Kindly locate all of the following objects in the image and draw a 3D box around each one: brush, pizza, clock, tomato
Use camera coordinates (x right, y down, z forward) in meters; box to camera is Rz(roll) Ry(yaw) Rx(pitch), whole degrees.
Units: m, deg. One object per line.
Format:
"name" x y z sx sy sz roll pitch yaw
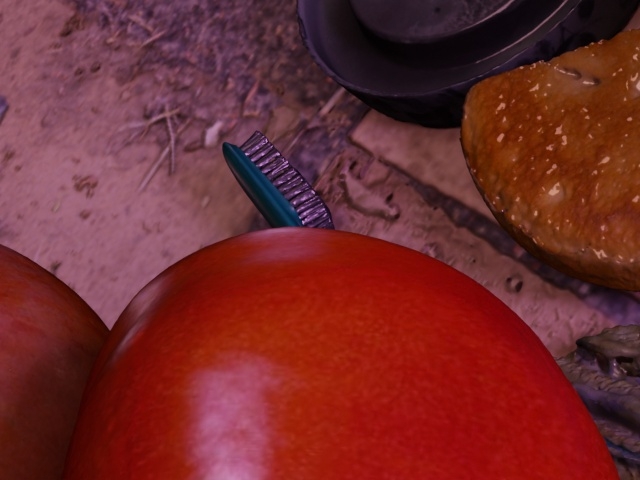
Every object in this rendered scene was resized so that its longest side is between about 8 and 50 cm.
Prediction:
"brush" 0.000 0.000 0.852 0.032 0.043 0.193 -34 45 -7
"pizza" 0.142 -0.041 0.757 0.134 0.046 0.175 -43 44 9
"clock" 0.085 -0.159 0.886 0.215 0.042 0.214 -20 52 28
"tomato" 0.006 0.148 0.609 0.298 0.226 0.298 -166 90 -85

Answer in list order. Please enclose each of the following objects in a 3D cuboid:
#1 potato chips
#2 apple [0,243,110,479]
"potato chips" 0.151 0.074 0.688 0.207 0.028 0.092 21 75 43
"apple" -0.189 0.128 0.801 0.254 0.253 0.253 -21 51 28
